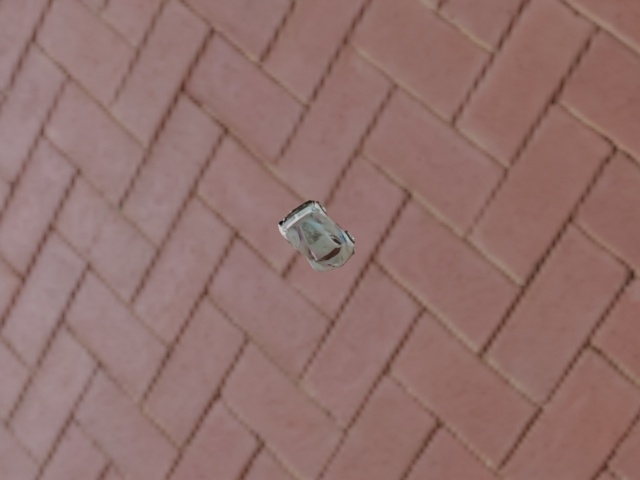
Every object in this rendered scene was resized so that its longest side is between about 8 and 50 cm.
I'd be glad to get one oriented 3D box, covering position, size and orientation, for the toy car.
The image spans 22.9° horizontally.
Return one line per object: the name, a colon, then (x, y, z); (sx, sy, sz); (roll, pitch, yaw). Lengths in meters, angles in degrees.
toy car: (0.000, 0.000, 1.297); (0.041, 0.093, 0.025); (-35, 51, 8)
